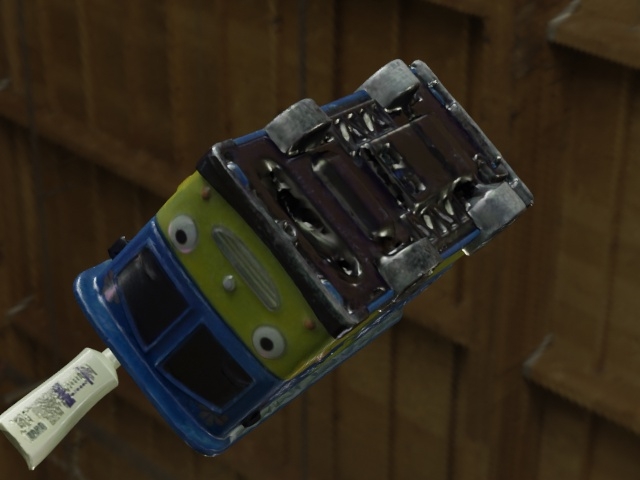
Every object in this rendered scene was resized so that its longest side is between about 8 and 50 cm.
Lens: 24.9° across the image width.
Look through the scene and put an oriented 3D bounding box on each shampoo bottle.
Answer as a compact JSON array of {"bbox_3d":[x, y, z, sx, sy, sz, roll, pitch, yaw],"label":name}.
[{"bbox_3d":[-0.198,0.122,1.180,0.049,0.141,0.034,44,-22,10],"label":"shampoo bottle"}]

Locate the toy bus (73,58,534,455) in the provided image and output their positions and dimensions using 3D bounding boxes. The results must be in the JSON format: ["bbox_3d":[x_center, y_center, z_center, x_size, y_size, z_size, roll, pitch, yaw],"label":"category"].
[{"bbox_3d":[0.000,0.000,0.926,0.175,0.287,0.138,-42,-97,32],"label":"toy bus"}]
